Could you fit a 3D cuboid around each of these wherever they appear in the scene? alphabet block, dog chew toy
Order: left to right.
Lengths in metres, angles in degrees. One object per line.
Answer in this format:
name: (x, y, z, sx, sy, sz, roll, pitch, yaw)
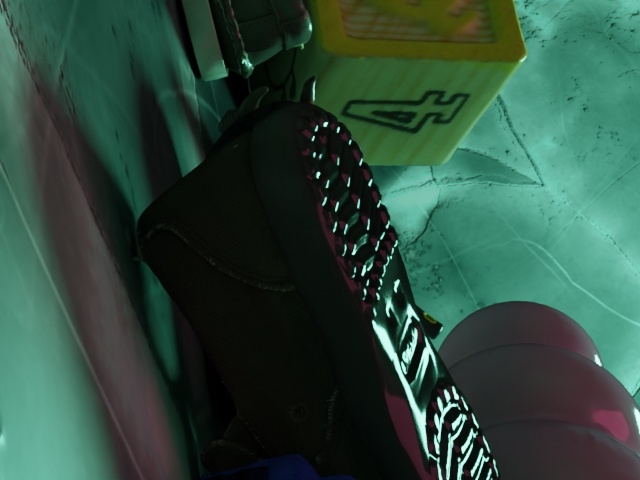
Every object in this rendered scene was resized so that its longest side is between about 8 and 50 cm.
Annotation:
alphabet block: (0.048, -0.192, 1.363, 0.197, 0.193, 0.192, 123, -39, -59)
dog chew toy: (0.145, 0.168, 1.055, 0.332, 0.206, 0.207, -86, 164, -53)

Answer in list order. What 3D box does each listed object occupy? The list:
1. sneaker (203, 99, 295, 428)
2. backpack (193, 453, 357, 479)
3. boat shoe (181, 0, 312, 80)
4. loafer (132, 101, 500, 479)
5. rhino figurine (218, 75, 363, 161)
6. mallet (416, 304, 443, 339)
sneaker: (-0.025, 0.029, 0.956, 0.097, 0.084, 0.235, 33, 52, -52)
backpack: (-0.018, 0.164, 0.715, 0.120, 0.101, 0.098, -74, 145, -70)
boat shoe: (-0.055, -0.220, 1.213, 0.305, 0.091, 0.109, -93, 170, -59)
loafer: (0.007, 0.106, 0.831, 0.134, 0.130, 0.366, -50, 122, -66)
rhino figurine: (-0.017, -0.046, 1.139, 0.243, 0.106, 0.073, 70, 9, -57)
mallet: (0.029, 0.013, 1.283, 0.189, 0.039, 0.062, 37, 29, -6)
